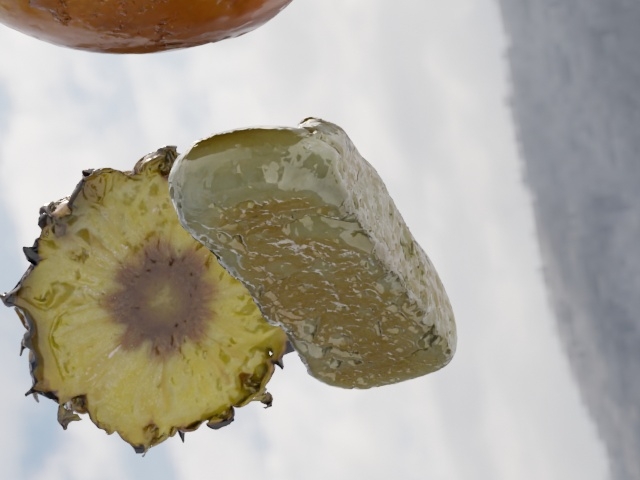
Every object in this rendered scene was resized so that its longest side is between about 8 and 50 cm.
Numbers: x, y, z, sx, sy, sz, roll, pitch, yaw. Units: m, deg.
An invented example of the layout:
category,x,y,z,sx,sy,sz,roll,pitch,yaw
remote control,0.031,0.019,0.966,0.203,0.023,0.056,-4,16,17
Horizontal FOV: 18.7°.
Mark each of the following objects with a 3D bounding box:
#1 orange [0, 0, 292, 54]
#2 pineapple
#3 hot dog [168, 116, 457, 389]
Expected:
category,x,y,z,sx,sy,sz,roll,pitch,yaw
orange,-0.101,-0.206,0.954,0.240,0.240,0.240,-9,-90,-79
pineapple,-0.106,0.032,1.264,0.076,0.224,0.225,-138,31,-65
hot dog,0.000,0.000,0.962,0.242,0.084,0.073,51,-153,-56
